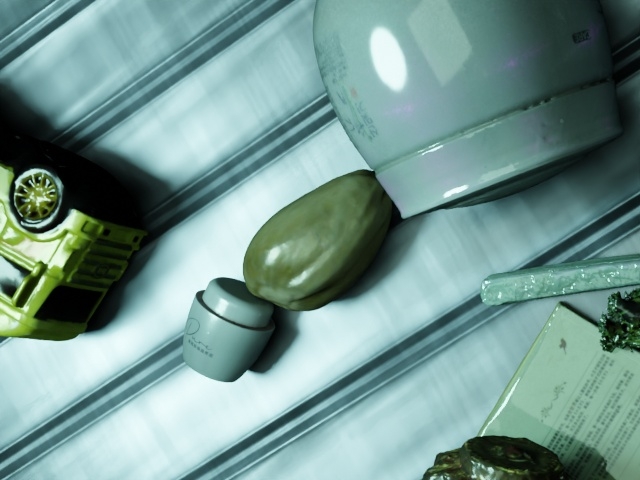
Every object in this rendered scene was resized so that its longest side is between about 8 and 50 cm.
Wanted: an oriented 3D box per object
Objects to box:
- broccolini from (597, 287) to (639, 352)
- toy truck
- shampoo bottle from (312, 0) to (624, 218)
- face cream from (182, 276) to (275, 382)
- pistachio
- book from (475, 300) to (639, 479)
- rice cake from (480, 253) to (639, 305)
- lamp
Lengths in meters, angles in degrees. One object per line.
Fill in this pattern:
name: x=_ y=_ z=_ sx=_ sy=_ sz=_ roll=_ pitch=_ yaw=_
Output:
broccolini: x=0.388 y=0.125 z=1.742 sx=0.254 sy=0.057 sz=0.071 roll=30 pitch=117 yaw=9
toy truck: x=-0.406 y=-0.037 z=1.954 sx=0.405 sy=0.180 sz=0.254 roll=28 pitch=96 yaw=19
shampoo bottle: x=0.142 y=-0.170 z=1.710 sx=0.273 sy=0.273 sz=0.266 roll=-23 pitch=90 yaw=18
face cream: x=-0.098 y=0.094 z=1.888 sx=0.091 sy=0.091 sz=0.095 roll=29 pitch=107 yaw=18
pistachio: x=0.000 y=0.000 z=1.852 sx=0.185 sy=0.126 sz=0.108 roll=-37 pitch=120 yaw=12
book: x=0.306 y=0.217 z=1.772 sx=0.289 sy=0.026 sz=0.201 roll=34 pitch=100 yaw=17
rice cake: x=0.260 y=0.037 z=1.790 sx=0.207 sy=0.033 sz=0.033 roll=-9 pitch=96 yaw=18
lamp: x=0.157 y=0.325 z=1.734 sx=0.177 sy=0.177 sz=0.274 roll=18 pitch=109 yaw=19
